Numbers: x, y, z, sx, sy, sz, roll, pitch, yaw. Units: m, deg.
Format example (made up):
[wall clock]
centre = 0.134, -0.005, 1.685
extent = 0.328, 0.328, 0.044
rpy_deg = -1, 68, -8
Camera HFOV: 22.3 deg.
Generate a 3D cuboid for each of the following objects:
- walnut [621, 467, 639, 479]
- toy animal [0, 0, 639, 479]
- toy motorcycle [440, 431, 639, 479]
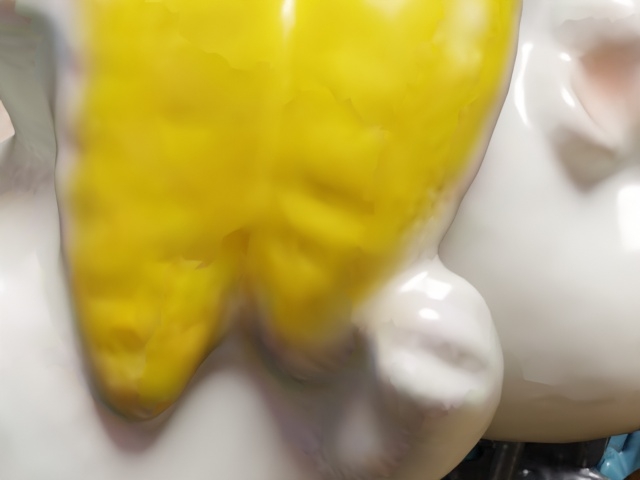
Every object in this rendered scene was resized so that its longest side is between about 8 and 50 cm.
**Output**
[walnut]
centre = 0.180, 0.152, 0.382
extent = 0.332, 0.333, 0.333
rpy_deg = -2, 51, 2
[toy animal]
centre = 0.003, 0.001, 0.424
extent = 0.310, 0.247, 0.183
rpy_deg = -41, 81, -12
[toy motorcycle]
centre = -0.012, 0.060, 0.586
extent = 0.272, 0.124, 0.182
rpy_deg = 13, 45, 13
